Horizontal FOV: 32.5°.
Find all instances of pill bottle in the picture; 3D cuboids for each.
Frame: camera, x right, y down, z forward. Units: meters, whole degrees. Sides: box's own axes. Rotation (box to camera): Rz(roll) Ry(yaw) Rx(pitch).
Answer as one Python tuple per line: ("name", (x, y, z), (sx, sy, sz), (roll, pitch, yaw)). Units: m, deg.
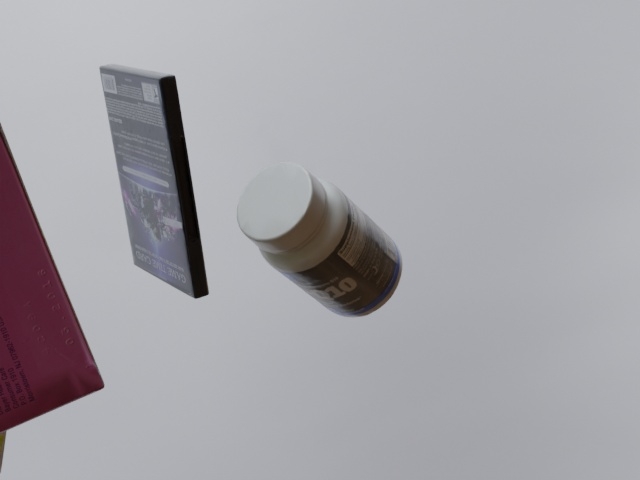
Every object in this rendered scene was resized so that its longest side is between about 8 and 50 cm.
("pill bottle", (0.000, 0.000, 0.836), (0.078, 0.078, 0.137), (-45, -41, 5))

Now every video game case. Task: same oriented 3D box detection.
("video game case", (-0.211, -0.079, 1.382), (0.026, 0.196, 0.274), (-18, -69, -28))

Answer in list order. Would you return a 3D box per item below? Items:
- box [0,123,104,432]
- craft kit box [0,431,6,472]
("box", (-0.264, 0.021, 0.773), (0.117, 0.243, 0.214), (-22, -84, -20))
("craft kit box", (-0.402, 0.091, 1.210), (0.061, 0.246, 0.250), (-7, -55, -36))
